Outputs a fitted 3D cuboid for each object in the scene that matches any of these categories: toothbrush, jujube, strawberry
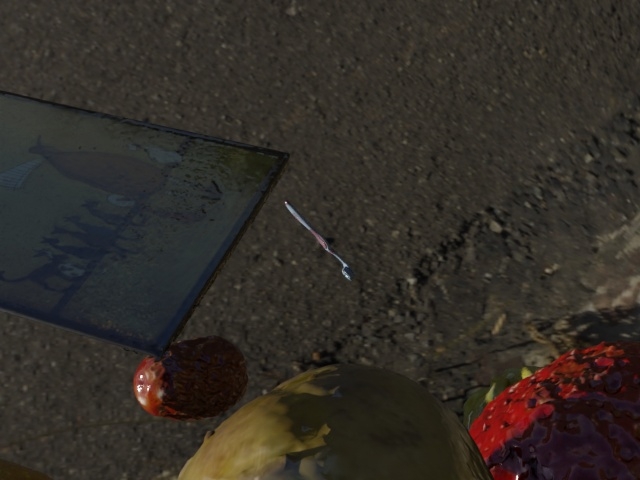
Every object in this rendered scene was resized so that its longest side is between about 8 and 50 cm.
[{"bbox_3d":[0.000,0.000,1.596,0.013,0.193,0.019,-12,36,49],"label":"toothbrush"},{"bbox_3d":[-0.182,0.195,1.301,0.112,0.176,0.109,49,122,28],"label":"jujube"},{"bbox_3d":[0.243,0.210,0.800,0.257,0.257,0.277,27,51,23],"label":"strawberry"}]

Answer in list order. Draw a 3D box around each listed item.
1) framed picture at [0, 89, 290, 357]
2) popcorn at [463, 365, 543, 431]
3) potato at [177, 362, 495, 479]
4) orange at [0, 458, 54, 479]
[{"bbox_3d":[-0.227,-0.034,0.799,0.338,0.255,0.014,14,134,16],"label":"framed picture"},{"bbox_3d":[0.283,0.303,1.222,0.215,0.252,0.287,-2,102,10],"label":"popcorn"},{"bbox_3d":[0.001,0.176,0.353,0.229,0.229,0.266,-21,39,23],"label":"potato"},{"bbox_3d":[-0.409,0.410,1.149,0.279,0.279,0.235,34,94,25],"label":"orange"}]
